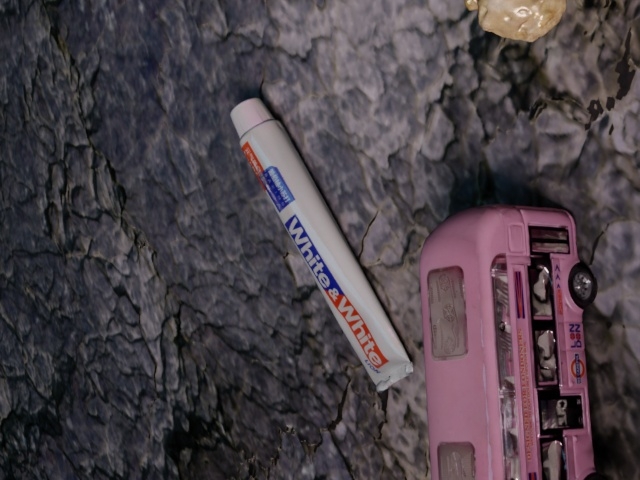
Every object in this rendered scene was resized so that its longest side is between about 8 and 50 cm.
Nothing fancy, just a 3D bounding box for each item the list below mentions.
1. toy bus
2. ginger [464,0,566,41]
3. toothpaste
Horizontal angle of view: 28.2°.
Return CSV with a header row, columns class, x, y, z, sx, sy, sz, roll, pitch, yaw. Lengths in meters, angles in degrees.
class,x,y,z,sx,sy,sz,roll,pitch,yaw
toy bus,0.102,0.082,0.681,0.063,0.090,0.203,-14,77,53
ginger,0.044,-0.204,0.692,0.089,0.075,0.288,-42,59,6
toothpaste,0.000,0.000,0.859,0.218,0.033,0.052,61,146,10
